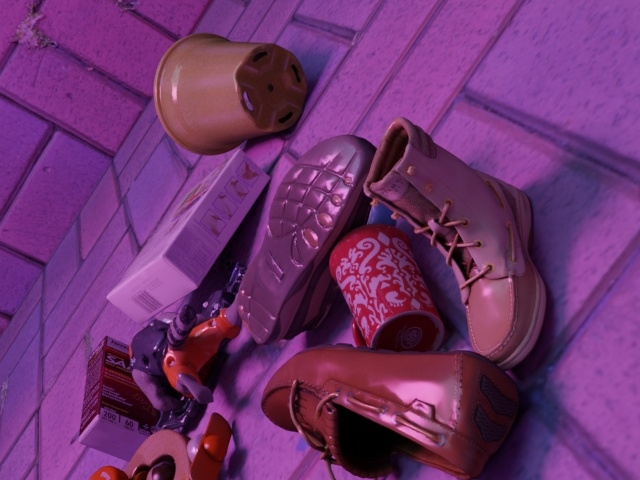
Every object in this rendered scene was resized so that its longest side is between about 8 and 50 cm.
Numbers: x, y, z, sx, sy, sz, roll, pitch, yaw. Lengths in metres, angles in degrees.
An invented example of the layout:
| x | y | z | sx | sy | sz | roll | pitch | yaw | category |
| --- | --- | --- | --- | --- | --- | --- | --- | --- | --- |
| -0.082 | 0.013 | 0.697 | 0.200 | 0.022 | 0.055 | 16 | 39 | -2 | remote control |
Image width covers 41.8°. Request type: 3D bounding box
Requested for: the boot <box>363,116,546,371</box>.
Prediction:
| x | y | z | sx | sy | sz | roll | pitch | yaw | category |
| --- | --- | --- | --- | --- | --- | --- | --- | --- | --- |
| 0.140 | -0.003 | 0.899 | 0.095 | 0.204 | 0.261 | -37 | 32 | 40 | boot |

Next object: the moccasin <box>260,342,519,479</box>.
| x | y | z | sx | sy | sz | roll | pitch | yaw | category |
| --- | --- | --- | --- | --- | --- | --- | --- | --- | --- |
| 0.050 | 0.205 | 0.940 | 0.380 | 0.139 | 0.147 | -4 | 49 | 49 | moccasin |

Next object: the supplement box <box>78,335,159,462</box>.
| x | y | z | sx | sy | sz | roll | pitch | yaw | category |
| --- | --- | --- | --- | --- | --- | --- | --- | --- | --- |
| -0.380 | 0.302 | 1.605 | 0.073 | 0.130 | 0.239 | -50 | 28 | 20 | supplement box |

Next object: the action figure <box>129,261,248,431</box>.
| x | y | z | sx | sy | sz | roll | pitch | yaw | category |
| --- | --- | --- | --- | --- | --- | --- | --- | --- | --- |
| -0.220 | 0.149 | 1.428 | 0.330 | 0.179 | 0.341 | -19 | 44 | 52 | action figure |

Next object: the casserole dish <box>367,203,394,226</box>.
| x | y | z | sx | sy | sz | roll | pitch | yaw | category |
| --- | --- | --- | --- | --- | --- | --- | --- | --- | --- |
| 0.057 | -0.035 | 1.285 | 0.114 | 0.037 | 0.188 | -47 | 27 | 23 | casserole dish |

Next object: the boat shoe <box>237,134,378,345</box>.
| x | y | z | sx | sy | sz | roll | pitch | yaw | category |
| --- | --- | --- | --- | --- | --- | --- | --- | --- | --- |
| 0.000 | 0.000 | 1.178 | 0.132 | 0.130 | 0.355 | 57 | 131 | 33 | boat shoe |

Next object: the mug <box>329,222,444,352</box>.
| x | y | z | sx | sy | sz | roll | pitch | yaw | category |
| --- | --- | --- | --- | --- | --- | --- | --- | --- | --- |
| 0.089 | 0.084 | 1.052 | 0.113 | 0.150 | 0.169 | -19 | 36 | -2 | mug |

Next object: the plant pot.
| x | y | z | sx | sy | sz | roll | pitch | yaw | category |
| --- | --- | --- | --- | --- | --- | --- | --- | --- | --- |
| -0.173 | -0.318 | 1.791 | 0.254 | 0.276 | 0.276 | 7 | 69 | 50 | plant pot |

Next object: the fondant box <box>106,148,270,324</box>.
| x | y | z | sx | sy | sz | roll | pitch | yaw | category |
| --- | --- | --- | --- | --- | --- | --- | --- | --- | --- |
| -0.261 | -0.009 | 1.677 | 0.238 | 0.096 | 0.330 | -31 | 23 | 45 | fondant box |

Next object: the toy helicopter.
| x | y | z | sx | sy | sz | roll | pitch | yaw | category |
| --- | --- | --- | --- | --- | --- | --- | --- | --- | --- |
| -0.188 | 0.389 | 1.211 | 0.235 | 0.140 | 0.355 | -52 | 36 | -5 | toy helicopter |
